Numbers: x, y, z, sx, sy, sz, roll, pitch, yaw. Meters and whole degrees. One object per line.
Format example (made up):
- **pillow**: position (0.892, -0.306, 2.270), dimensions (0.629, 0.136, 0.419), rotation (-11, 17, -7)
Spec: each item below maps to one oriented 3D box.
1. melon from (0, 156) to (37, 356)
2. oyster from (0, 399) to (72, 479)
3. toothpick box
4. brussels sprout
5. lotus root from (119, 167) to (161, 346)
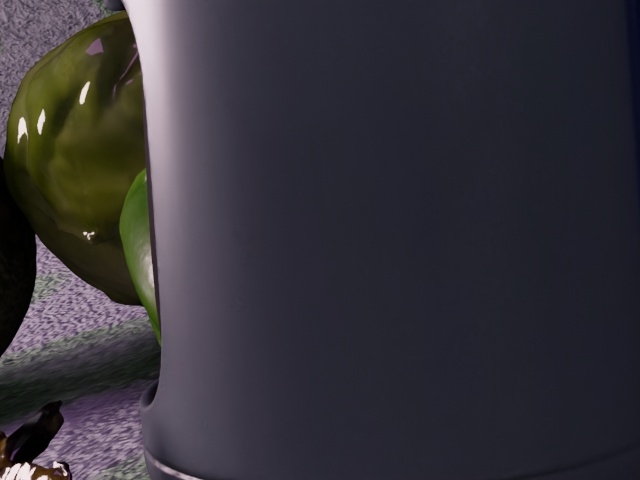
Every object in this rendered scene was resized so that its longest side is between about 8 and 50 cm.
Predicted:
- **melon**: position (-0.345, 0.025, 1.329), dimensions (0.301, 0.237, 0.237), rotation (-16, 9, 13)
- **oyster**: position (-0.245, 0.175, 0.753), dimensions (0.361, 0.096, 0.221), rotation (-15, 15, 8)
- **toothpick box**: position (0.040, -0.072, 0.818), dimensions (0.263, 0.355, 0.263), rotation (-5, 9, 1)
- **brussels sprout**: position (-0.048, -0.067, 1.308), dimensions (0.316, 0.243, 0.274), rotation (-4, -3, 15)
- **lotus root**: position (-0.032, 0.026, 1.104), dimensions (0.186, 0.186, 0.186), rotation (-16, 10, 3)
